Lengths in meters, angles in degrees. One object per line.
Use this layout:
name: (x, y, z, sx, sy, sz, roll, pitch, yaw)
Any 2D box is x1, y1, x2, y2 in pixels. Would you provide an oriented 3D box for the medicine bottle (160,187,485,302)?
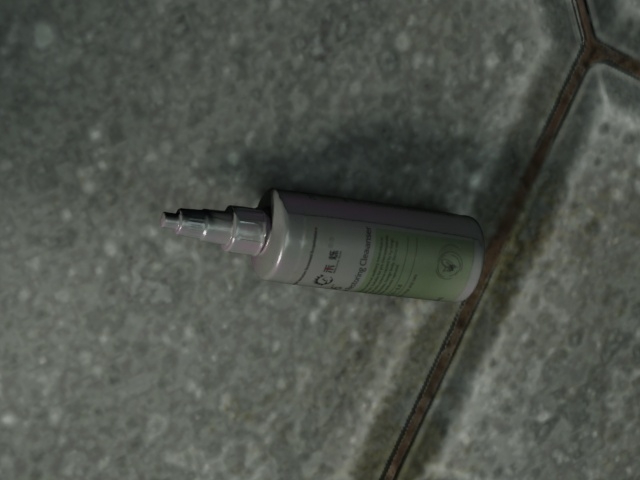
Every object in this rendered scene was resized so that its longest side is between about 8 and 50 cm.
medicine bottle: (0.000, 0.000, 0.851, 0.199, 0.057, 0.057, 8, 103, -23)
